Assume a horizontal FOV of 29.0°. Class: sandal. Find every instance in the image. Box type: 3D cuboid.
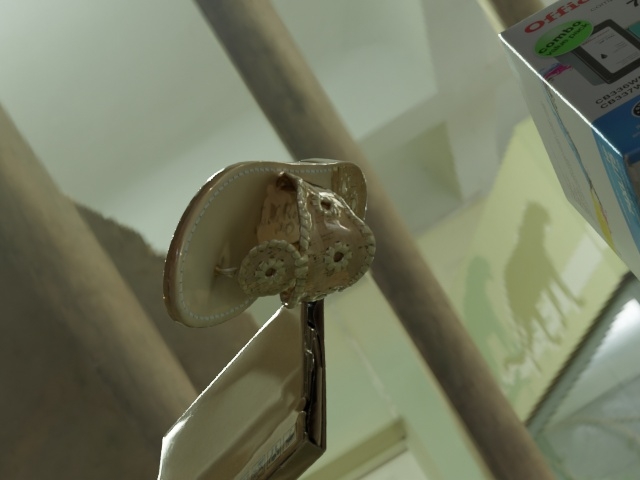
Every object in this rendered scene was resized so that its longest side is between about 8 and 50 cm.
[{"bbox_3d":[0.000,-0.006,0.735,0.079,0.088,0.240,6,15,22],"label":"sandal"}]

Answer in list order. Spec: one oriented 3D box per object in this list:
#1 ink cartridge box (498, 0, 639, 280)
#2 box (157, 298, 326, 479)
[{"bbox_3d":[0.305,-0.094,1.004,0.198,0.270,0.197,-29,-60,2],"label":"ink cartridge box"},{"bbox_3d":[-0.062,0.146,0.896,0.021,0.164,0.201,29,-59,-21],"label":"box"}]
